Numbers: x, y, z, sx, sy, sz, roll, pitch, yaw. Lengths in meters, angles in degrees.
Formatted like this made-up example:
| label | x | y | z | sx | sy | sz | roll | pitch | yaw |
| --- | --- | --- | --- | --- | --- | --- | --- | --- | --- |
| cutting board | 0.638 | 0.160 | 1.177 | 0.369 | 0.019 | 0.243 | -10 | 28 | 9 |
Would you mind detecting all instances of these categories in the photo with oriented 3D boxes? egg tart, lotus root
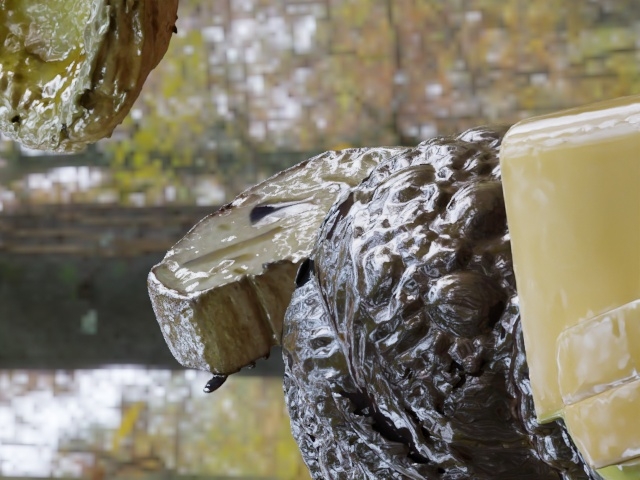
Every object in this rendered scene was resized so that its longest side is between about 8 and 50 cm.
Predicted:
| label | x | y | z | sx | sy | sz | roll | pitch | yaw |
| --- | --- | --- | --- | --- | --- | --- | --- | --- | --- |
| egg tart | -0.214 | -0.211 | 1.658 | 0.118 | 0.288 | 0.288 | -12 | -79 | -42 |
| lotus root | 0.000 | 0.000 | 1.415 | 0.074 | 0.261 | 0.170 | 65 | 171 | -25 |

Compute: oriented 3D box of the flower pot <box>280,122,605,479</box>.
| label | x | y | z | sx | sy | sz | roll | pitch | yaw |
| --- | --- | --- | --- | --- | --- | --- | --- | --- | --- |
| flower pot | 0.146 | 0.063 | 1.037 | 0.267 | 0.266 | 0.266 | 176 | 94 | -66 |

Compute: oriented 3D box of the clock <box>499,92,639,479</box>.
| label | x | y | z | sx | sy | sz | roll | pitch | yaw |
| --- | --- | --- | --- | --- | --- | --- | --- | --- | --- |
| clock | 0.248 | 0.002 | 0.758 | 0.244 | 0.317 | 0.200 | -12 | -96 | -32 |
